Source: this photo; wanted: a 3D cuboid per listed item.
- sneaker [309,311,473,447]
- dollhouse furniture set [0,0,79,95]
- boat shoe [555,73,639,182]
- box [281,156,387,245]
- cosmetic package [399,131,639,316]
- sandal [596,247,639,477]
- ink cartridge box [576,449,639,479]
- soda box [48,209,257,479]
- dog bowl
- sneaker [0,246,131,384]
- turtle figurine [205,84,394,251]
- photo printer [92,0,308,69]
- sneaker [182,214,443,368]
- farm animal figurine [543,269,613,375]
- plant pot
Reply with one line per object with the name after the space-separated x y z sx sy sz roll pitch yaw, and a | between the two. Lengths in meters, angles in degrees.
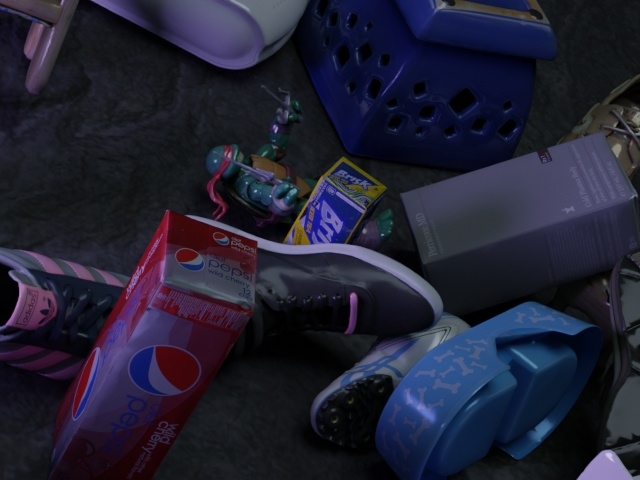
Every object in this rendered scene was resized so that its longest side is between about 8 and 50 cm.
0.065 0.136 1.769 0.086 0.085 0.237 19 31 36 | sneaker
-0.442 -0.213 1.746 0.362 0.256 0.394 20 17 -17 | dollhouse furniture set
0.376 -0.132 2.275 0.109 0.098 0.302 36 36 6 | boat shoe
0.000 0.000 1.792 0.059 0.169 0.054 36 37 7 | box
0.216 -0.015 1.920 0.238 0.107 0.127 -17 42 -1 | cosmetic package
0.337 0.150 1.805 0.120 0.086 0.302 13 58 -5 | sandal
0.227 0.334 1.409 0.119 0.353 0.207 -8 52 -41 | ink cartridge box
-0.142 0.103 1.490 0.083 0.263 0.092 20 38 -17 | soda box
0.164 0.153 1.749 0.074 0.166 0.297 37 35 27 | dog bowl
-0.235 0.070 1.556 0.319 0.112 0.131 12 -3 -17 | sneaker
-0.037 -0.068 1.892 0.234 0.118 0.175 26 41 -30 | turtle figurine
-0.159 -0.338 2.124 0.308 0.107 0.256 28 36 -5 | photo printer
-0.036 0.073 1.715 0.296 0.104 0.147 13 40 6 | sneaker
0.427 0.132 1.941 0.330 0.172 0.326 13 40 -24 | farm animal figurine
0.135 -0.242 2.137 0.236 0.212 0.236 5 43 -31 | plant pot
